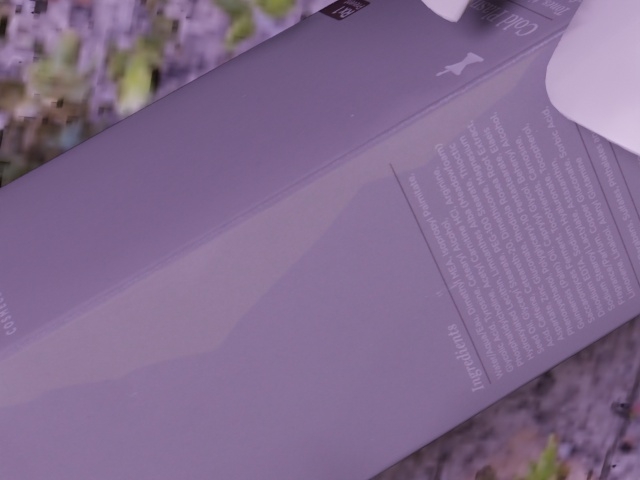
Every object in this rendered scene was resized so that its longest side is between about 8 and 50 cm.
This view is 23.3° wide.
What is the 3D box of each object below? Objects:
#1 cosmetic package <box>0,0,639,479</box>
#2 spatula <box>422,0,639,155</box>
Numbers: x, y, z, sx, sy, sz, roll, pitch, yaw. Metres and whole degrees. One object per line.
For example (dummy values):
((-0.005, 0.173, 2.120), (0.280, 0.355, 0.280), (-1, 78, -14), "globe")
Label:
((0.000, 0.000, 0.474), (0.238, 0.127, 0.107), (-29, 115, -11), "cosmetic package")
((0.096, -0.152, 0.435), (0.242, 0.168, 0.019), (-53, 160, -13), "spatula")
